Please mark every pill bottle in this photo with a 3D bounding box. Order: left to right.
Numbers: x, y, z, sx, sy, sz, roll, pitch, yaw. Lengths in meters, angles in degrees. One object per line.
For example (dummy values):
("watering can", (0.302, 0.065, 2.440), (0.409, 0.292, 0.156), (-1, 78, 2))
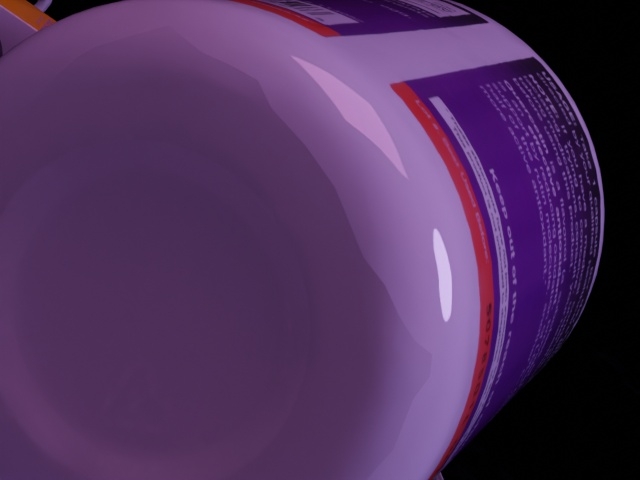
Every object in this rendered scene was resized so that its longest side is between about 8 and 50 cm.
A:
("pill bottle", (0.000, 0.000, 0.664), (0.181, 0.181, 0.323), (40, 18, 10))

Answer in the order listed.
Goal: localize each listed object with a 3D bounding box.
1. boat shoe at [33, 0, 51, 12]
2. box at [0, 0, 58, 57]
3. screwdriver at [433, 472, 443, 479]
("boat shoe", (-0.181, -0.182, 0.901), (0.156, 0.136, 0.367), (50, 13, 7))
("box", (-0.149, -0.067, 0.714), (0.136, 0.081, 0.028), (34, 18, -6))
("screwdriver", (0.050, 0.111, 0.751), (0.025, 0.024, 0.170), (0, 23, -14))
